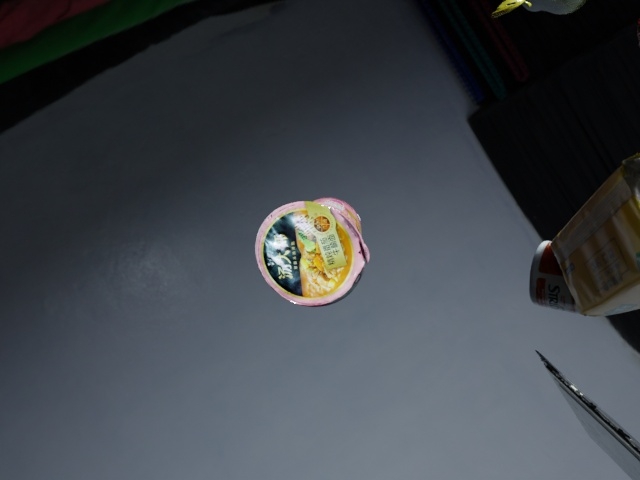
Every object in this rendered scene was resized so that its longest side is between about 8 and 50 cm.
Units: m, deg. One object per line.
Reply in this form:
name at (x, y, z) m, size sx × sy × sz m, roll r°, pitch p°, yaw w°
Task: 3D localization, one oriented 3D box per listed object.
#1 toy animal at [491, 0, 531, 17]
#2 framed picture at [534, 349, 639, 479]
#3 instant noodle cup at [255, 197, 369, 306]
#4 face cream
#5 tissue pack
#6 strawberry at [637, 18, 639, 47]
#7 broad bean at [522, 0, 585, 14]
toy animal at (0.622, -0.743, 1.544) m, size 0.219 × 0.155 × 0.095 m, roll -70°, pitch -19°, yaw 3°
framed picture at (0.349, 0.242, 0.617) m, size 0.010 × 0.195 × 0.199 m, roll -38°, pitch 25°, yaw 2°
instant noodle cup at (0.000, 0.000, 1.199) m, size 0.243 × 0.244 × 0.255 m, roll -32°, pitch 7°, yaw 18°
face cream at (0.736, 0.111, 1.531) m, size 0.187 × 0.201 × 0.201 m, roll 10°, pitch 33°, yaw 37°
tissue pack at (0.681, -0.013, 1.034) m, size 0.293 × 0.229 × 0.382 m, roll -15°, pitch -22°, yaw -2°
strawberry at (0.813, -0.376, 1.088) m, size 0.260 × 0.258 × 0.261 m, roll -16°, pitch 27°, yaw 8°
broad bean at (0.723, -0.804, 1.643) m, size 0.119 × 0.237 × 0.291 m, roll -59°, pitch 9°, yaw 11°
